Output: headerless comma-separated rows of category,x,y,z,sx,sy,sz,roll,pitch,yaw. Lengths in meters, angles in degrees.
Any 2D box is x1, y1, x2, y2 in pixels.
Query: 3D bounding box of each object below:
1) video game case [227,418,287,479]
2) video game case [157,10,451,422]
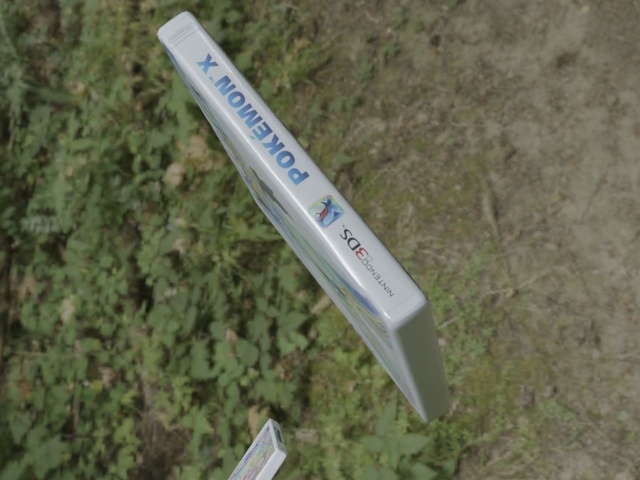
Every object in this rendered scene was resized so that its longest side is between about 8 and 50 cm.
video game case,-0.058,0.191,0.717,0.087,0.011,0.122,-56,4,-4
video game case,0.000,0.000,0.761,0.036,0.329,0.300,-36,66,-5
